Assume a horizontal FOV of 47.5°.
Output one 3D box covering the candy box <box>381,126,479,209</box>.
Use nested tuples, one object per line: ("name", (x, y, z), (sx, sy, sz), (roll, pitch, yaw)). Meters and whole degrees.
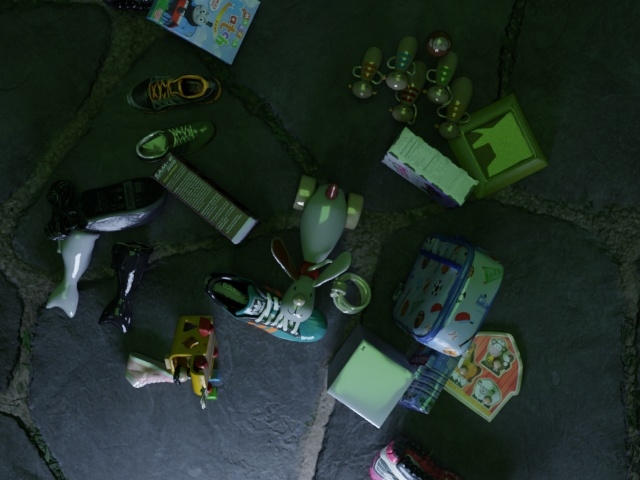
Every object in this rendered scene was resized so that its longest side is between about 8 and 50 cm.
("candy box", (0.237, -0.155, 1.605), (0.196, 0.165, 0.070), (36, 90, 1))

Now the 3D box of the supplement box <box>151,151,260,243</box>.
("supplement box", (-0.253, -0.094, 1.636), (0.239, 0.130, 0.073), (38, 92, -1))

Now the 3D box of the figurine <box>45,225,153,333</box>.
("figurine", (-0.515, 0.090, 1.672), (0.214, 0.092, 0.210), (16, 96, 2))

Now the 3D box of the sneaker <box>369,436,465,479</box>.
("sneaker", (0.249, 0.573, 1.658), (0.299, 0.121, 0.112), (42, 121, -1))

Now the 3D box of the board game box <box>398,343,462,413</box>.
("board game box", (0.240, 0.283, 1.624), (0.060, 0.194, 0.194), (33, 77, -1))

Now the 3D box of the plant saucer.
("plant saucer", (0.403, -0.216, 1.660), (0.188, 0.045, 0.188), (-27, 91, 2))

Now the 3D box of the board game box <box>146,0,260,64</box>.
("board game box", (-0.257, -0.513, 1.617), (0.211, 0.039, 0.160), (24, 92, -35))

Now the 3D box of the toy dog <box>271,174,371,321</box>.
("toy dog", (0.000, 0.000, 1.585), (0.220, 0.161, 0.334), (-4, 74, -6))

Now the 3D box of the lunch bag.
("lunch bag", (0.263, 0.101, 1.550), (0.114, 0.303, 0.243), (24, 93, -13))

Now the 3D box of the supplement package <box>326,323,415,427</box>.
("supplement package", (0.104, 0.285, 1.578), (0.139, 0.244, 0.134), (35, 92, 1))

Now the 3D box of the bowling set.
("bowling set", (0.207, -0.352, 1.577), (0.286, 0.200, 0.154), (18, 74, 4))

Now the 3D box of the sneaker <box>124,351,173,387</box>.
("sneaker", (-0.392, 0.316, 1.688), (0.134, 0.051, 0.070), (22, 93, 4))

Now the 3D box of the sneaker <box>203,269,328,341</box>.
("sneaker", (-0.127, 0.156, 1.642), (0.302, 0.121, 0.108), (22, 91, 0))

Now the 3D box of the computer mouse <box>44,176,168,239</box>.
("computer mouse", (-0.478, -0.074, 1.654), (0.272, 0.072, 0.189), (-9, 46, -6))

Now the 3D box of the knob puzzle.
("knob puzzle", (0.382, 0.295, 1.679), (0.213, 0.030, 0.213), (0, 91, 1))

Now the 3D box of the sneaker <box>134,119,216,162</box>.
("sneaker", (-0.333, -0.226, 1.656), (0.192, 0.086, 0.064), (-20, 91, 1))

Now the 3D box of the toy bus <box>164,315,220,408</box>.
("toy bus", (-0.289, 0.263, 1.613), (0.104, 0.202, 0.191), (0, 86, 2))

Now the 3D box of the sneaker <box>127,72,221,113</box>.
("sneaker", (-0.338, -0.344, 1.656), (0.214, 0.083, 0.084), (-10, 93, 3))

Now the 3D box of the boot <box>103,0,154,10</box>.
("boot", (-0.323, -0.653, 1.625), (0.347, 0.131, 0.260), (-5, 88, 6))
